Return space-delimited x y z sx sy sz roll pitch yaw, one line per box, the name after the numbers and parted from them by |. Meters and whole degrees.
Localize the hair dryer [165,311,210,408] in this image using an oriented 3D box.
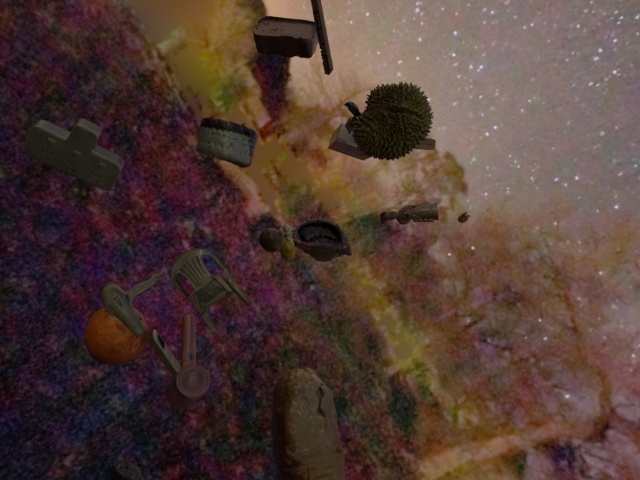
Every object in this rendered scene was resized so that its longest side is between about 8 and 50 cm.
-0.513 0.451 1.817 0.210 0.125 0.353 -45 -137 50 | hair dryer

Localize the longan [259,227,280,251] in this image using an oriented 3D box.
-0.207 0.002 1.975 0.119 0.106 0.106 76 -11 -53 | longan

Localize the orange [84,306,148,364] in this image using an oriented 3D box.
-0.821 0.378 1.895 0.246 0.246 0.246 60 3 -4 | orange

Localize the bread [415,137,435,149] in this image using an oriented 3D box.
0.272 -0.287 1.371 0.094 0.090 0.035 23 -67 48 | bread

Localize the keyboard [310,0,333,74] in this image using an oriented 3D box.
0.002 -0.440 0.997 0.055 0.017 0.166 -144 -138 -79 | keyboard

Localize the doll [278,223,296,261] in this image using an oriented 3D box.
-0.122 0.008 1.737 0.163 0.062 0.106 -105 -160 -54 | doll

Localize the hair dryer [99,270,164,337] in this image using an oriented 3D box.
-0.651 0.234 1.684 0.088 0.224 0.219 -46 -118 61 | hair dryer

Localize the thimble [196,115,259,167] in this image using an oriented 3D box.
-0.356 -0.371 1.765 0.237 0.150 0.237 15 2 -1 | thimble

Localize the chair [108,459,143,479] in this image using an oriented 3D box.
-0.564 0.684 1.277 0.104 0.222 0.095 35 13 -15 | chair

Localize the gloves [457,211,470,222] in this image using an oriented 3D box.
0.624 -0.100 2.049 0.081 0.037 0.044 167 -88 -76 | gloves

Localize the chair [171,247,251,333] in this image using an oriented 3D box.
-0.441 0.182 1.848 0.274 0.203 0.191 43 -12 37 | chair

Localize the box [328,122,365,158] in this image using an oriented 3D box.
0.119 -0.347 1.672 0.155 0.067 0.243 19 3 -9 | box

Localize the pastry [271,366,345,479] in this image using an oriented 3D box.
-0.035 0.438 1.012 0.329 0.136 0.330 174 -90 -80 | pastry

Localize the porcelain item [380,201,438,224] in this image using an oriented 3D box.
0.331 -0.101 1.767 0.054 0.212 0.084 80 5 -53 | porcelain item

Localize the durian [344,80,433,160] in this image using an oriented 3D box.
0.148 -0.242 1.002 0.146 0.198 0.159 31 50 -35 | durian

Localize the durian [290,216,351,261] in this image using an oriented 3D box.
-0.001 0.003 1.429 0.108 0.186 0.119 105 -7 -59 | durian

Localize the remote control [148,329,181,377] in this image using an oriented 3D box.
-0.633 0.505 1.972 0.090 0.038 0.310 -124 -170 -65 | remote control

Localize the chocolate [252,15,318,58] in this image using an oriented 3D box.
-0.118 -0.686 1.600 0.093 0.213 0.149 90 12 -46 | chocolate

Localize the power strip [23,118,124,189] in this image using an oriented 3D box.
-0.728 -0.276 1.416 0.264 0.193 0.059 26 36 -27 | power strip
